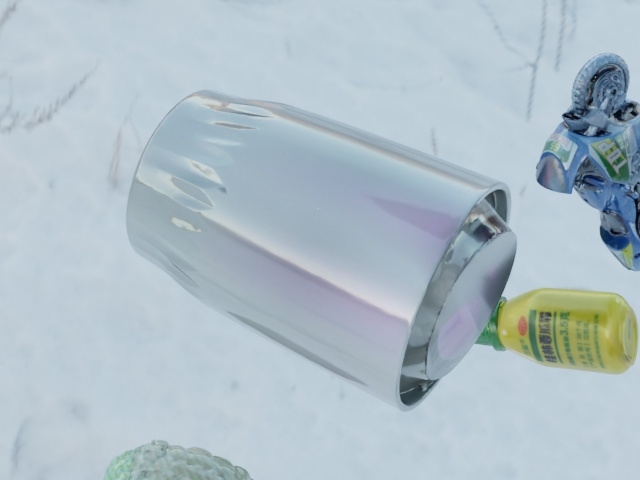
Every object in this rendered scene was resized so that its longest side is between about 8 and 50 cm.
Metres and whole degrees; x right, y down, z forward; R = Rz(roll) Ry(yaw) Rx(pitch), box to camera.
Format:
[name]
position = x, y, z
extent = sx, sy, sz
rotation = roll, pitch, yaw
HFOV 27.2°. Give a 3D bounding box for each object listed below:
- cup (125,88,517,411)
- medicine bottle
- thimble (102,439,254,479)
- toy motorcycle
[cup]
position = 0.000, 0.000, 1.386
extent = 0.371, 0.253, 0.253
rotation = 23, 48, 19
[medicine bottle]
position = 0.267, 0.113, 1.746
extent = 0.309, 0.111, 0.076
rotation = 3, 19, 36
[thimble]
position = -0.185, 0.360, 1.668
extent = 0.219, 0.219, 0.150
rotation = 20, 51, -4
[toy motorcycle]
position = 0.287, -0.067, 1.299
extent = 0.135, 0.254, 0.092
rotation = -47, 42, -6
